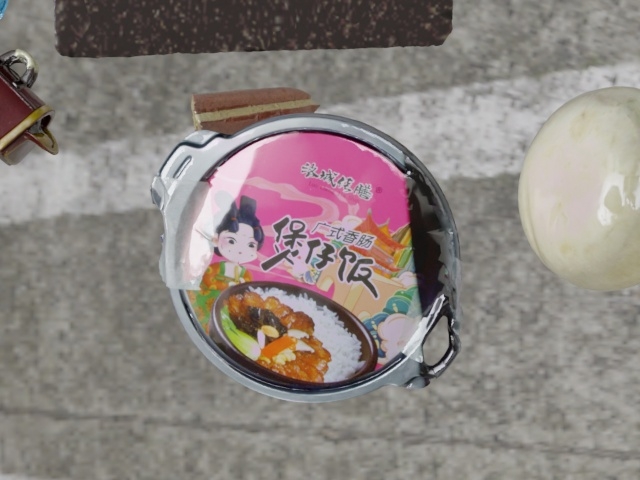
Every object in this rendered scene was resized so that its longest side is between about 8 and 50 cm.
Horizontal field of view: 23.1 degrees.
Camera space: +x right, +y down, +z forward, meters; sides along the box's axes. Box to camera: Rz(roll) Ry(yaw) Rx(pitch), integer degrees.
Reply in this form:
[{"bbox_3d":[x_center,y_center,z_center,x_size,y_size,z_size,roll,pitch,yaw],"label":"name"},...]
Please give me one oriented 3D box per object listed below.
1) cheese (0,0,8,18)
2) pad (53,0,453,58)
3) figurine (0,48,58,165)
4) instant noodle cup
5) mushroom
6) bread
[{"bbox_3d":[-0.402,-0.298,1.851,0.047,0.017,0.111,-32,62,-2],"label":"cheese"},{"bbox_3d":[-0.029,-0.256,0.783,0.004,0.220,0.330,-134,43,-66],"label":"pad"},{"bbox_3d":[-0.315,-0.142,1.568,0.154,0.082,0.098,43,83,3],"label":"figurine"},{"bbox_3d":[0.000,0.000,1.431,0.258,0.181,0.302,-42,95,13],"label":"instant noodle cup"},{"bbox_3d":[0.358,-0.056,1.876,0.246,0.202,0.246,-28,53,45],"label":"mushroom"},{"bbox_3d":[-0.107,-0.156,2.019,0.119,0.192,0.067,-15,85,53],"label":"bread"}]
